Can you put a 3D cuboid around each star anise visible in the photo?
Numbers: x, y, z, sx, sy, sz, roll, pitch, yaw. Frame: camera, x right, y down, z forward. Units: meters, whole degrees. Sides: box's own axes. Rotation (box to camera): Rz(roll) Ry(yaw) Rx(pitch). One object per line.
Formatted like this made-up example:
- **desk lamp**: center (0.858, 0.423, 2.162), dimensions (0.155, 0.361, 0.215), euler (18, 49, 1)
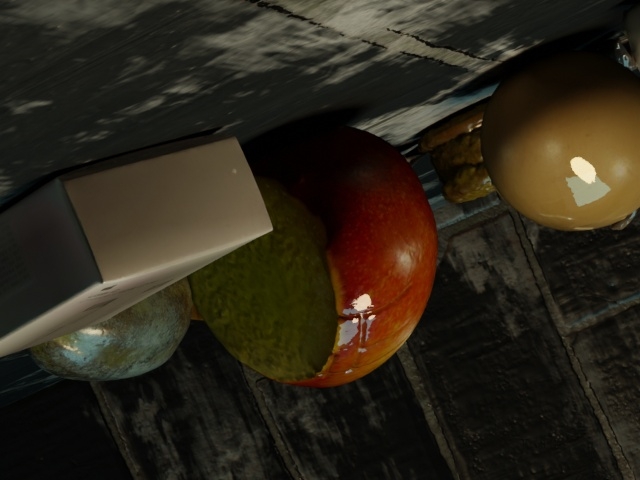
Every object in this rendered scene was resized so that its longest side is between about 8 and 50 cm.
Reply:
- **star anise**: center (0.340, -0.119, 2.224), dimensions (0.148, 0.227, 0.218), euler (-28, -178, -17)

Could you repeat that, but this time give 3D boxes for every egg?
- **egg**: center (0.273, -0.112, 2.046), dimensions (0.201, 0.201, 0.244), euler (-25, 163, 17)

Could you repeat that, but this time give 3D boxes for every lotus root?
- **lotus root**: center (-0.255, 0.094, 2.126), dimensions (0.158, 0.140, 0.322), euler (-25, 173, 23)

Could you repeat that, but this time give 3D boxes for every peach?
- **peach**: center (0.000, 0.000, 1.831), dimensions (0.245, 0.248, 0.275), euler (-61, -178, -30)

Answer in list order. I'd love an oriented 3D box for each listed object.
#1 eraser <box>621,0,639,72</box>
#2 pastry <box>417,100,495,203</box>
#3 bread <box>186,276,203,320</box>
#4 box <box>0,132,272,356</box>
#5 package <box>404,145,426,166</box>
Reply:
- **eraser**: center (0.455, -0.189, 1.975), dimensions (0.150, 0.331, 0.331), euler (-28, 175, 32)
- **pastry**: center (0.219, -0.118, 2.317), dimensions (0.188, 0.103, 0.189), euler (-23, 176, -2)
- **bread**: center (-0.098, 0.052, 2.412), dimensions (0.236, 0.070, 0.236), euler (-1, -172, 0)
- **box**: center (-0.201, 0.010, 1.587), dimensions (0.251, 0.106, 0.203), euler (-29, 172, 42)
- **package**: center (0.023, -0.053, 2.373), dimensions (0.204, 0.062, 0.251), euler (-25, 180, 39)
